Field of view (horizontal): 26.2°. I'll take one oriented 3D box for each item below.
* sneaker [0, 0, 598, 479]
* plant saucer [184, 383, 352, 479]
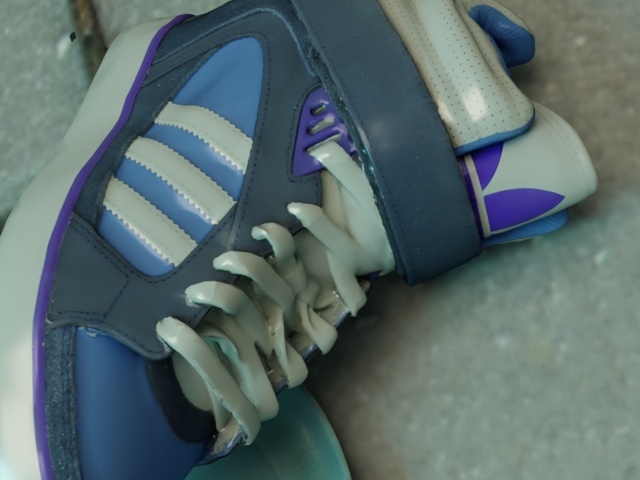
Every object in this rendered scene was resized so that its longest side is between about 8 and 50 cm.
[{"bbox_3d":[0.000,0.000,0.607,0.236,0.130,0.323,-4,47,18],"label":"sneaker"},{"bbox_3d":[-0.140,0.148,0.625,0.317,0.044,0.318,-2,44,2],"label":"plant saucer"}]
